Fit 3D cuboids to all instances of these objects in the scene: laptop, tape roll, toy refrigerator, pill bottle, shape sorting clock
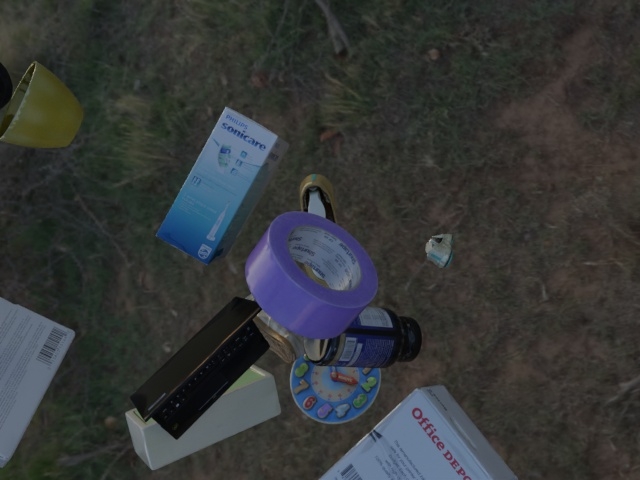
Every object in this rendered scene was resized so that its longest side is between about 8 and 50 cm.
[{"bbox_3d":[-0.169,0.219,1.134,0.234,0.264,0.137,-43,52,-16],"label":"laptop"},{"bbox_3d":[-0.012,0.050,1.068,0.080,0.189,0.189,-54,55,34],"label":"tape roll"},{"bbox_3d":[-0.221,0.326,1.353,0.102,0.270,0.094,11,115,58],"label":"toy refrigerator"},{"bbox_3d":[0.087,0.191,1.401,0.123,0.219,0.122,-24,62,57],"label":"pill bottle"},{"bbox_3d":[0.032,0.305,1.576,0.206,0.040,0.206,-5,58,7],"label":"shape sorting clock"}]

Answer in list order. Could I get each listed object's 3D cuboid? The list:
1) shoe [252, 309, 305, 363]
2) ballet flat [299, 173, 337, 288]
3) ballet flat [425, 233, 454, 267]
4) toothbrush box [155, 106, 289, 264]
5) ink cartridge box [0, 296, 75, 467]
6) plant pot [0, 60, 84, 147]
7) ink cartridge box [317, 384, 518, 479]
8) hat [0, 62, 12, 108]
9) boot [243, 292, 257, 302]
[{"bbox_3d":[-0.107,0.203,1.593,0.219,0.058,0.076,33,140,42],"label":"shoe"},{"bbox_3d":[0.000,0.000,1.242,0.080,0.073,0.232,-11,100,5],"label":"ballet flat"},{"bbox_3d":[0.240,0.011,1.428,0.052,0.168,0.057,25,103,5],"label":"ballet flat"},{"bbox_3d":[-0.195,-0.111,1.481,0.126,0.216,0.295,31,96,2],"label":"toothbrush box"},{"bbox_3d":[-0.665,0.251,1.382,0.066,0.261,0.296,-42,24,43],"label":"ink cartridge box"},{"bbox_3d":[-0.430,-0.198,1.108,0.134,0.095,0.134,-34,43,40],"label":"plant pot"},{"bbox_3d":[0.156,0.419,1.213,0.289,0.122,0.211,-47,63,17],"label":"ink cartridge box"},{"bbox_3d":[-0.637,-0.277,1.044,0.331,0.331,0.133,-23,74,42],"label":"hat"},{"bbox_3d":[-0.174,0.199,1.879,0.161,0.247,0.083,17,136,56],"label":"boot"}]
